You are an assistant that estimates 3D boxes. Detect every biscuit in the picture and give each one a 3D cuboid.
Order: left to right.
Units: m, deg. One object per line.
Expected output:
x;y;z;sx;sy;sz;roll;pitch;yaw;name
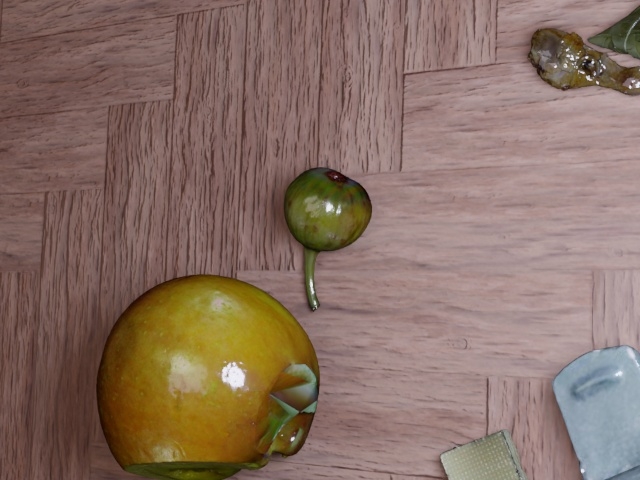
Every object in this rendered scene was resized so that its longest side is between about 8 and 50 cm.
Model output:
0.268;0.400;1.703;0.121;0.040;0.199;-27;72;25;biscuit

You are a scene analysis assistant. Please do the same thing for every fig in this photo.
0.000;0.000;1.891;0.149;0.149;0.245;29;120;31;fig

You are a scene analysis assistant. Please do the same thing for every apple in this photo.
-0.173;0.249;1.850;0.374;0.374;0.384;20;125;32;apple

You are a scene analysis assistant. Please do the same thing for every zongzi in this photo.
0.478;-0.346;1.648;0.130;0.062;0.154;29;94;45;zongzi

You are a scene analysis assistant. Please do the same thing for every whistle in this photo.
0.422;0.336;1.474;0.168;0.188;0.405;-33;33;31;whistle

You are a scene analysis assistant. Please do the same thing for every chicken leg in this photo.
0.404;-0.258;1.679;0.198;0.069;0.085;23;89;24;chicken leg
